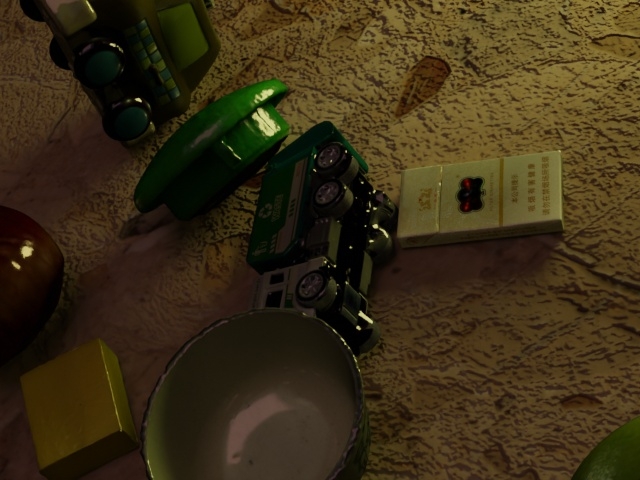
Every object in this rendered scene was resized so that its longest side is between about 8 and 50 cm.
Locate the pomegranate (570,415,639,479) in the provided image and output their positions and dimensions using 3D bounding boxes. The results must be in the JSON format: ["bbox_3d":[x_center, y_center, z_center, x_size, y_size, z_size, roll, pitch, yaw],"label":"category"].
[{"bbox_3d":[0.290,0.227,0.780,0.340,0.260,0.260,-20,42,-32],"label":"pomegranate"}]

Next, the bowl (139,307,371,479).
[{"bbox_3d":[-0.043,0.176,1.035,0.211,0.112,0.211,-12,55,18],"label":"bowl"}]

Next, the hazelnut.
[{"bbox_3d":[-0.367,0.042,1.240,0.178,0.178,0.204,-17,39,11],"label":"hazelnut"}]

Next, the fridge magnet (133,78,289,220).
[{"bbox_3d":[-0.113,-0.095,1.245,0.208,0.208,0.088,-42,92,-10],"label":"fridge magnet"}]

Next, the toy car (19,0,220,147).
[{"bbox_3d":[-0.219,-0.253,1.356,0.198,0.248,0.204,-33,49,-9],"label":"toy car"}]

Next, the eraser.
[{"bbox_3d":[-0.246,0.173,1.173,0.097,0.045,0.122,-25,49,3],"label":"eraser"}]

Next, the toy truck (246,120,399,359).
[{"bbox_3d":[0.000,0.000,1.160,0.124,0.114,0.253,-13,50,31],"label":"toy truck"}]

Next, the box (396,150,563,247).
[{"bbox_3d":[0.162,-0.041,1.174,0.166,0.024,0.090,-6,53,18],"label":"box"}]
